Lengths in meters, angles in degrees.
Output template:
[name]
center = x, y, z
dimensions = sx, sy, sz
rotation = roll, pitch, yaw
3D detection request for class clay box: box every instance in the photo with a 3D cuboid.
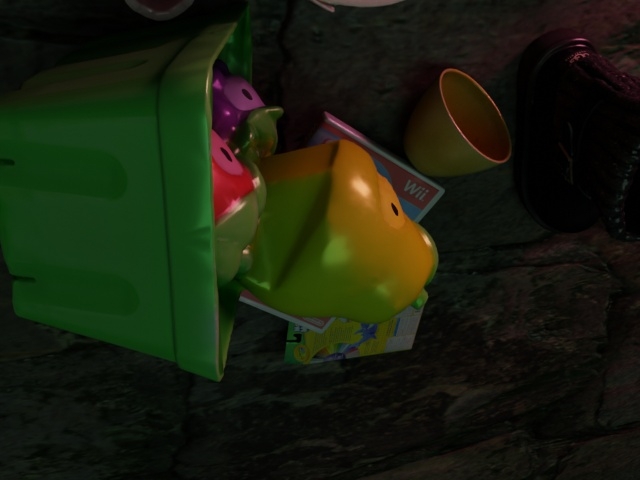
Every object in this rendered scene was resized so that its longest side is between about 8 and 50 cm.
[clay box]
center = 0.049, 0.129, 1.032
dimensions = 0.222, 0.053, 0.127
rotation = -4, 129, -16

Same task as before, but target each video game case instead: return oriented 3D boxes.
[video game case]
center = 0.003, -0.008, 0.864
dimensions = 0.204, 0.025, 0.285
rotation = 26, 115, -28

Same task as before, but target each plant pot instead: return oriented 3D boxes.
[plant pot]
center = 0.161, -0.133, 0.816
dimensions = 0.134, 0.134, 0.095
rotation = 22, 140, -34

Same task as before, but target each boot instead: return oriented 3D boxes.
[boot]
center = 0.364, -0.078, 0.836
dimensions = 0.131, 0.260, 0.348
rotation = -26, 132, 1

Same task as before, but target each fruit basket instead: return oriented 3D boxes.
[fruit basket]
center = -0.058, -0.054, 0.599
dimensions = 0.391, 0.392, 0.283
rotation = -6, 118, -17

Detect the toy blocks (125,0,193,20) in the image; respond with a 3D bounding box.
[toy blocks]
center = -0.252, -0.270, 0.439
dimensions = 0.288, 0.260, 0.309
rotation = -15, 132, -8

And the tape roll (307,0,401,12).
[tape roll]
center = 0.052, -0.387, 0.510
dimensions = 0.392, 0.072, 0.392
rotation = -24, 135, -26
